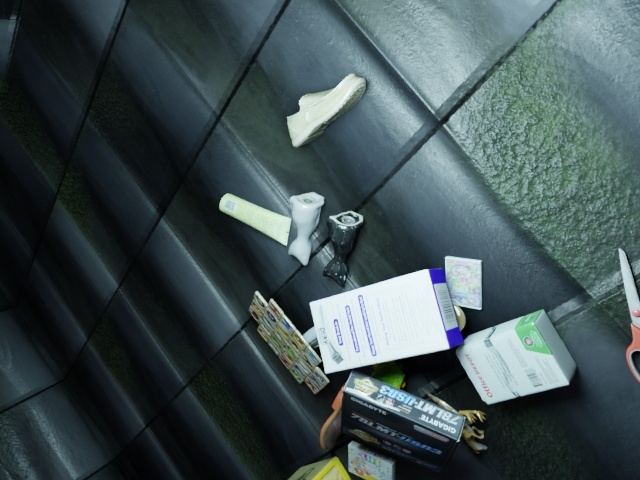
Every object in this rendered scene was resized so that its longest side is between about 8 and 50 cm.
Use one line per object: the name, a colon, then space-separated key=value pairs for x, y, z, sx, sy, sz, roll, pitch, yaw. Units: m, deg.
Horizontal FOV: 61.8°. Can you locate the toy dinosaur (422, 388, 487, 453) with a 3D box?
toy dinosaur: x=0.353 y=0.459 z=1.368 sx=0.211 sy=0.064 sz=0.112 roll=51 pitch=131 yaw=11

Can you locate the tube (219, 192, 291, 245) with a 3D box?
tube: x=-0.192 y=-0.069 z=1.596 sx=0.240 sy=0.062 sz=0.070 roll=25 pitch=164 yaw=23

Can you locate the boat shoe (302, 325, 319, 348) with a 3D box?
boat shoe: x=0.061 y=0.243 z=1.482 sx=0.302 sy=0.109 sz=0.094 roll=-38 pitch=80 yaw=37

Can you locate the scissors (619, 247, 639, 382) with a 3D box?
scissors: x=0.628 y=0.163 z=1.069 sx=0.109 sy=0.021 sz=0.297 roll=-32 pitch=88 yaw=43

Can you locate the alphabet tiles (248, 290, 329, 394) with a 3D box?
alphabet tiles: x=-0.104 y=0.316 z=1.630 sx=0.342 sy=0.011 sz=0.285 roll=49 pitch=152 yaw=12

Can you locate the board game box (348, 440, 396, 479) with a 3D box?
board game box: x=0.156 y=0.689 z=1.633 sx=0.154 sy=0.026 sz=0.103 roll=12 pitch=113 yaw=34

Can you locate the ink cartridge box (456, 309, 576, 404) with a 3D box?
ink cartridge box: x=0.439 y=0.267 z=1.212 sx=0.208 sy=0.087 sz=0.153 roll=-31 pitch=87 yaw=40

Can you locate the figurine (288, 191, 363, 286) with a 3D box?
figurine: x=0.000 y=0.000 z=1.455 sx=0.215 sy=0.092 sz=0.209 roll=29 pitch=127 yaw=27

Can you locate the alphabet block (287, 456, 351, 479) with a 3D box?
alphabet block: x=-0.013 y=0.842 z=1.715 sx=0.197 sy=0.193 sz=0.192 roll=-35 pitch=86 yaw=40

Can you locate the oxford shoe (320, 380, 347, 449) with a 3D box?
oxford shoe: x=0.072 y=0.548 z=1.602 sx=0.098 sy=0.097 sz=0.271 roll=29 pitch=123 yaw=19

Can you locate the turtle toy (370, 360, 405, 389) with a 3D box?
turtle toy: x=0.183 y=0.374 z=1.464 sx=0.130 sy=0.066 sz=0.095 roll=-22 pitch=70 yaw=43

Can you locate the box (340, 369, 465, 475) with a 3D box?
box: x=0.199 y=0.475 z=1.374 sx=0.295 sy=0.073 sz=0.293 roll=19 pitch=146 yaw=15

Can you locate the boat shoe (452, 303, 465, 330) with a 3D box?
boat shoe: x=0.250 y=0.228 z=1.356 sx=0.285 sy=0.089 sz=0.104 roll=-28 pitch=68 yaw=38

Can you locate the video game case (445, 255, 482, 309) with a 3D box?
video game case: x=0.341 y=0.100 z=1.273 sx=0.087 sy=0.011 sz=0.122 roll=7 pitch=111 yaw=36

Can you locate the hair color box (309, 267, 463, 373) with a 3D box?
hair color box: x=0.152 y=0.199 z=1.296 sx=0.339 sy=0.110 sz=0.185 roll=-19 pitch=78 yaw=30

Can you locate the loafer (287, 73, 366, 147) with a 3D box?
loafer: x=0.000 y=-0.328 z=1.313 sx=0.268 sy=0.102 sz=0.092 roll=-33 pitch=91 yaw=41
